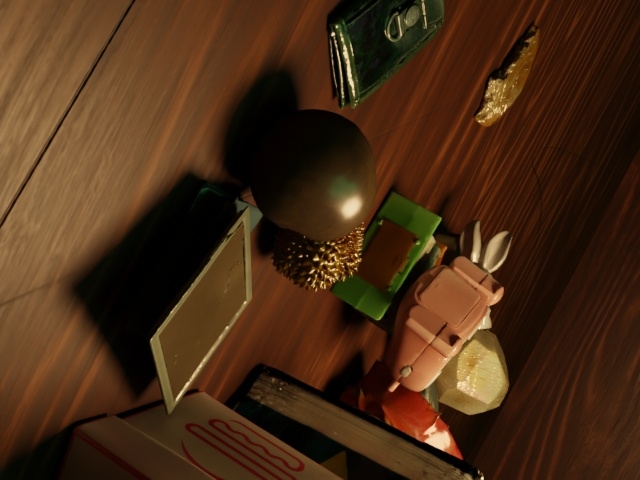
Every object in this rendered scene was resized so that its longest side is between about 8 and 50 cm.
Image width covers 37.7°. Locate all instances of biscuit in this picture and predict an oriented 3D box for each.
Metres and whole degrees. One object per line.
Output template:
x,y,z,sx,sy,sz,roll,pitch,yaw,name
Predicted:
0.394,-0.340,1.941,0.176,0.031,0.228,-3,119,-64,biscuit

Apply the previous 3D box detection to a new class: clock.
0.201,0.169,1.759,0.227,0.142,0.241,-42,165,-40,clock
0.145,0.057,1.798,0.219,0.106,0.255,-58,160,-5,clock

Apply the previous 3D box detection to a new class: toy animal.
0.312,0.071,1.899,0.131,0.104,0.220,-1,100,-62,toy animal

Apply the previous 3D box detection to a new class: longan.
-0.008,-0.086,1.255,0.189,0.189,0.189,-45,151,-33,longan

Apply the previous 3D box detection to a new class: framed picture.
-0.153,0.097,1.227,0.216,0.016,0.273,-55,167,-27,framed picture

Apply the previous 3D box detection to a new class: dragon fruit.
0.121,0.423,1.923,0.226,0.305,0.305,-34,147,-19,dragon fruit

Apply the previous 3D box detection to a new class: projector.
0.274,0.101,2.062,0.269,0.088,0.193,44,61,-65,projector

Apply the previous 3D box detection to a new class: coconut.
0.373,0.328,2.433,0.236,0.237,0.197,-60,-163,-4,coconut

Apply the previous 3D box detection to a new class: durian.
0.000,0.000,1.408,0.168,0.137,0.158,106,5,-45,durian

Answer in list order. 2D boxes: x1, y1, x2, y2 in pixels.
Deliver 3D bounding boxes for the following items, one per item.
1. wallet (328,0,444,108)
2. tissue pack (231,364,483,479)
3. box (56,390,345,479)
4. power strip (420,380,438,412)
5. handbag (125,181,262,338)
0.100,-0.314,1.365,0.236,0.055,0.160,-47,146,-27,wallet
0.034,0.419,1.562,0.253,0.417,0.264,-56,159,-24,tissue pack
-0.178,0.427,1.286,0.300,0.312,0.314,-6,120,-62,box
0.220,0.318,2.099,0.193,0.059,0.265,-78,160,-59,power strip
-0.159,0.039,1.232,0.221,0.057,0.144,-63,162,2,handbag
